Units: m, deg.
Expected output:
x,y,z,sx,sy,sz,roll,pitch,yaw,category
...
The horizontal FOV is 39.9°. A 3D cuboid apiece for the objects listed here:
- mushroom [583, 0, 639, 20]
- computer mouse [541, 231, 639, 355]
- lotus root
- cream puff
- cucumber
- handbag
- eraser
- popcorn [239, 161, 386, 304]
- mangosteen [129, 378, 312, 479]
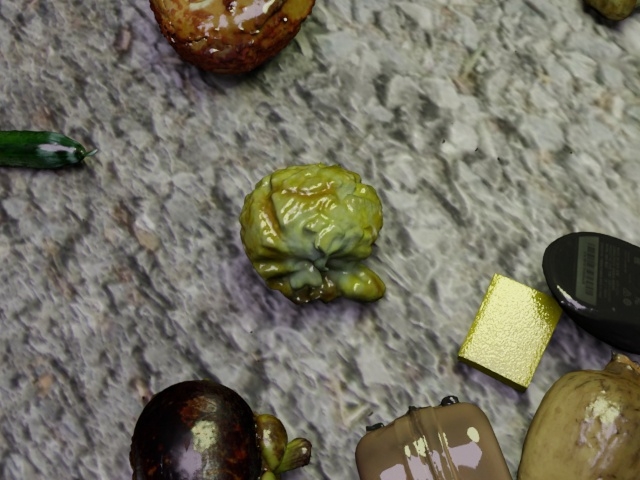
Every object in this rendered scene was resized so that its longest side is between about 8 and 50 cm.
x,y,z,sx,sy,sz,roll,pitch,yaw,category
0.511,-0.398,1.242,0.312,0.081,0.100,-25,74,-7,mushroom
0.390,0.080,1.089,0.264,0.088,0.147,19,51,5,computer mouse
0.315,0.246,1.017,0.154,0.140,0.257,25,82,20,lotus root
-0.120,-0.345,1.250,0.240,0.164,0.240,-8,64,18,cream puff
-0.434,-0.132,1.269,0.250,0.056,0.056,3,72,9,cucumber
0.142,0.314,0.933,0.149,0.302,0.283,-17,76,0,handbag
0.240,0.116,1.116,0.097,0.045,0.122,24,77,13,eraser
0.000,0.000,1.120,0.197,0.198,0.213,-26,105,-3,popcorn
-0.114,0.259,1.041,0.217,0.192,0.192,-4,71,-10,mangosteen
